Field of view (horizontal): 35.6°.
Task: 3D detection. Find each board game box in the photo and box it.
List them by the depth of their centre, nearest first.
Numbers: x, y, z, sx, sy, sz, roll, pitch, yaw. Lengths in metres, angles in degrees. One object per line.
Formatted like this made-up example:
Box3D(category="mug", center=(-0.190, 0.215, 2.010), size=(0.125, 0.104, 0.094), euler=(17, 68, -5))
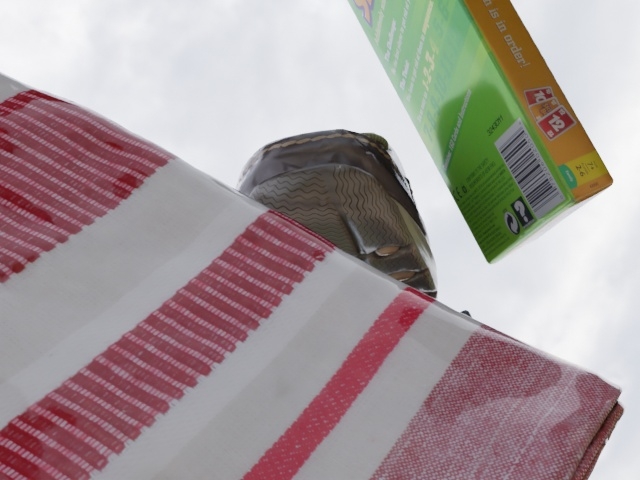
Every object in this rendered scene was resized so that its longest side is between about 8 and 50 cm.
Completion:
Box3D(category="board game box", center=(0.072, -0.120, 0.596), size=(0.039, 0.259, 0.124), euler=(-26, -10, -19))

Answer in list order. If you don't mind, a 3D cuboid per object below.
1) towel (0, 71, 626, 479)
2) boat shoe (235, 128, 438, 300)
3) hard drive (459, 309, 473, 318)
Box3D(category="towel", center=(-0.079, 0.039, 0.344), size=(0.237, 0.329, 0.037), euler=(-41, -28, -48))
Box3D(category="boat shoe", center=(0.000, 0.000, 0.629), size=(0.132, 0.130, 0.355), euler=(-6, -18, 1))
Box3D(category="hard drive", center=(0.104, 0.167, 0.495), size=(0.054, 0.254, 0.172), euler=(-23, -13, 2))
